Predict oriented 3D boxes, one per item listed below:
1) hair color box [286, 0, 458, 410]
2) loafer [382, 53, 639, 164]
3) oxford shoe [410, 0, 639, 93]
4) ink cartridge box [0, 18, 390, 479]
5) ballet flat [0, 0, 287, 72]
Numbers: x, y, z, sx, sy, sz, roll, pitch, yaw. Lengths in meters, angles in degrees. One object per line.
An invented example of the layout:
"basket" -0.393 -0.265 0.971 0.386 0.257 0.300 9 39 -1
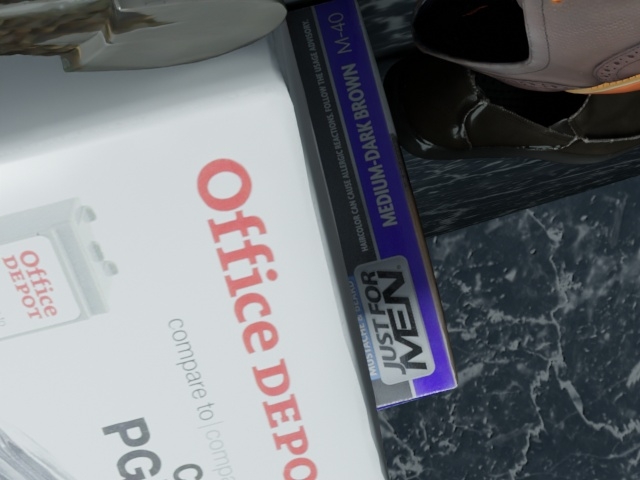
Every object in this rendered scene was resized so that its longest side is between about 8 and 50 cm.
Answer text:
"hair color box" 0.000 0.000 0.853 0.110 0.185 0.339 -15 176 4
"loafer" 0.143 -0.085 0.910 0.220 0.080 0.078 -12 175 -32
"oxford shoe" 0.125 -0.102 0.579 0.098 0.096 0.271 -6 173 -24
"ink cartridge box" -0.130 0.030 0.563 0.283 0.207 0.117 -14 -143 0
"ballet flat" -0.119 -0.076 0.399 0.250 0.058 0.084 -6 169 -33
